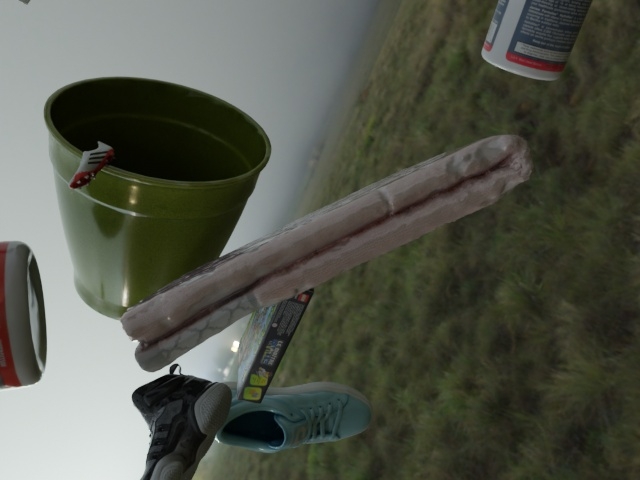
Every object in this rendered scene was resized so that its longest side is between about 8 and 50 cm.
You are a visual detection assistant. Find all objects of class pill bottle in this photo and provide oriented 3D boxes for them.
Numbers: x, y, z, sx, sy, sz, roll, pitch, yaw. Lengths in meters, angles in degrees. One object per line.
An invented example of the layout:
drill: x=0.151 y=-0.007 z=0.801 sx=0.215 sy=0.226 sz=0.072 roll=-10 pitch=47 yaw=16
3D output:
pill bottle: x=-0.574 y=0.119 z=0.851 sx=0.210 sy=0.362 sz=0.210 roll=174 pitch=90 yaw=-73
pill bottle: x=0.280 y=-0.301 z=0.786 sx=0.108 sy=0.108 sz=0.180 roll=-72 pitch=-3 yaw=-60

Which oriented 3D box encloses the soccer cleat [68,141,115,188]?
soccer cleat: x=-0.320 y=-0.104 z=0.877 sx=0.083 sy=0.035 sz=0.029 roll=-51 pitch=-4 yaw=-27

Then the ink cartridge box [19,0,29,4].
ink cartridge box: x=-0.550 y=-0.465 z=1.074 sx=0.052 sy=0.088 sz=0.122 roll=-51 pitch=-35 yaw=11

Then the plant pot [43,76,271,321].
plant pot: x=-0.309 y=-0.052 z=1.142 sx=0.366 sy=0.366 sz=0.353 roll=-71 pitch=1 yaw=-58

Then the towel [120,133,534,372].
towel: x=0.000 y=0.000 z=0.590 sx=0.317 sy=0.053 sz=0.332 roll=-26 pitch=4 yaw=-1

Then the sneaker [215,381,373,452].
sneaker: x=-0.053 y=0.370 z=1.261 sx=0.150 sy=0.365 sz=0.135 roll=-133 pitch=49 yaw=-67

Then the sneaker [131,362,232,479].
sneaker: x=-0.281 y=0.346 z=1.111 sx=0.269 sy=0.153 sz=0.101 roll=-57 pitch=-23 yaw=-24

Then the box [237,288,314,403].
box: x=-0.066 y=0.110 z=0.871 sx=0.114 sy=0.036 sz=0.207 roll=-100 pitch=30 yaw=-57
